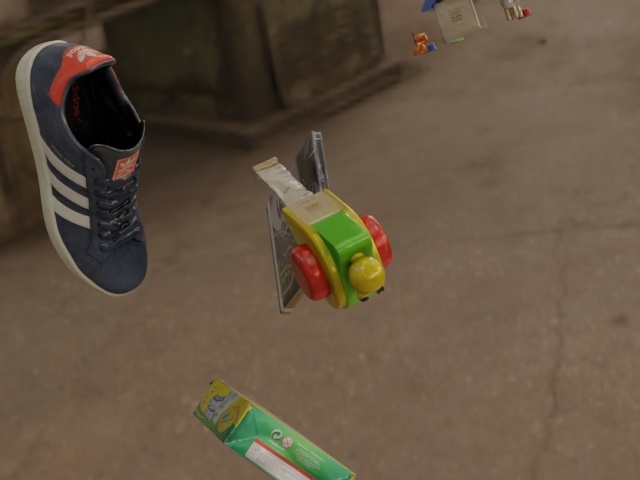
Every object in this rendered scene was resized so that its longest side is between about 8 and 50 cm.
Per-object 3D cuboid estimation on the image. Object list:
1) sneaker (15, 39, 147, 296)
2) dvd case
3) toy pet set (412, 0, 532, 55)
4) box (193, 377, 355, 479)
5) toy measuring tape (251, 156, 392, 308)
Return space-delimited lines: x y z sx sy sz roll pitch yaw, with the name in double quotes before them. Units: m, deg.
"sneaker" -0.274 -0.082 1.827 0.148 0.350 0.131 6 32 42
"dvd case" -0.028 -0.019 1.881 0.018 0.165 0.221 -1 -24 -18
"toy pet set" 0.136 -0.235 1.443 0.122 0.065 0.114 -18 3 22
"box" -0.044 0.162 1.170 0.043 0.105 0.179 -55 12 -5
"toy measuring tape" 0.000 0.000 1.736 0.121 0.121 0.330 -16 26 -18
